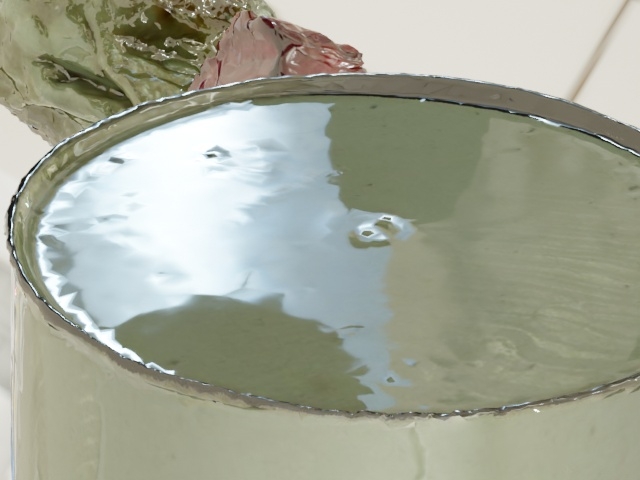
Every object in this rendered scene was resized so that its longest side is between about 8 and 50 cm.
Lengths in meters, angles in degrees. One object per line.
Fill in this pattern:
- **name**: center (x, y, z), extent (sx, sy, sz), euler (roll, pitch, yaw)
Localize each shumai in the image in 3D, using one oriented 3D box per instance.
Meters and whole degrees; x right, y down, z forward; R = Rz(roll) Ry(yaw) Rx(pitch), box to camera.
- **shumai**: center (-0.158, -0.114, 1.534), extent (0.203, 0.272, 0.222), euler (-83, 166, -46)

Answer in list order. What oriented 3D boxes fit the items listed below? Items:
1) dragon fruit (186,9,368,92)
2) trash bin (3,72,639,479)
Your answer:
- **dragon fruit**: center (0.000, 0.000, 1.266), extent (0.240, 0.302, 0.330), euler (-87, 175, -54)
- **trash bin**: center (0.015, 0.180, 0.701), extent (0.280, 0.280, 0.432), euler (-57, 152, -59)
